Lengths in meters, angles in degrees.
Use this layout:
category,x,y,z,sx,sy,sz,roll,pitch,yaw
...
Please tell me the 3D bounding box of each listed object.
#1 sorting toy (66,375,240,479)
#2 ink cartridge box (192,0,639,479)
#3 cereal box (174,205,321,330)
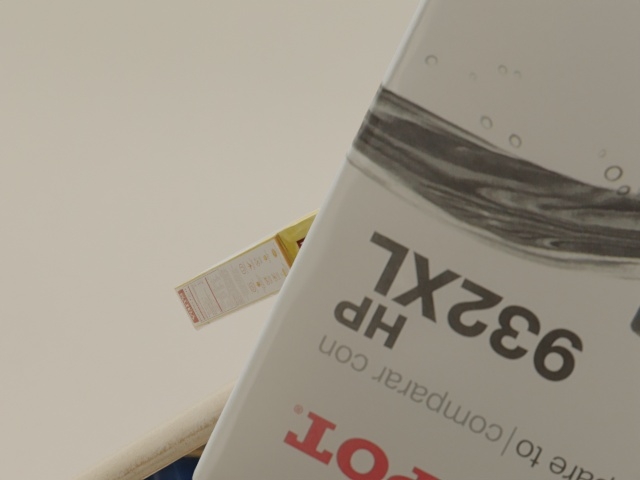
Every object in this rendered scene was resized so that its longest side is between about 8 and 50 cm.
category,x,y,z,sx,sy,sz,roll,pitch,yaw
sorting toy,-0.013,0.097,0.872,0.208,0.193,0.038,-4,-113,-48
ink cartridge box,0.127,-0.015,0.586,0.307,0.223,0.129,-64,-4,11
cereal box,0.000,0.000,1.424,0.173,0.240,0.047,-28,-89,-24
